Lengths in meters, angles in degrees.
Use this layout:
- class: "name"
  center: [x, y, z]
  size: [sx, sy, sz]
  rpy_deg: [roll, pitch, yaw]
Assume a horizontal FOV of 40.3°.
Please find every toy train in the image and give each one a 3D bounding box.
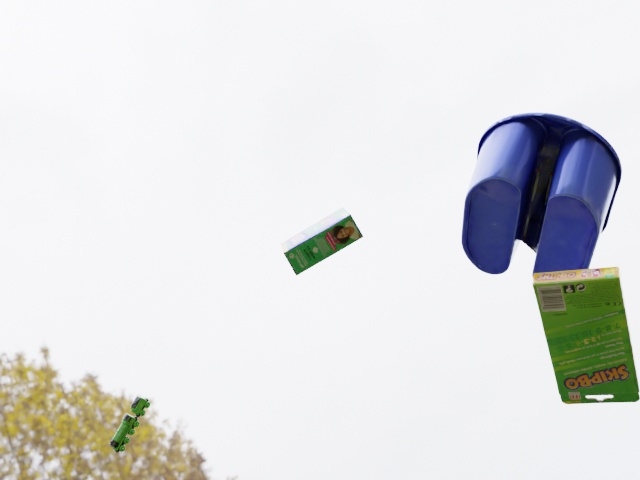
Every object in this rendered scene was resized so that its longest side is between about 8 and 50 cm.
- class: "toy train"
  center: [-0.263, 0.251, 1.196]
  size: [0.024, 0.017, 0.083]
  rpy_deg: [43, -110, -43]

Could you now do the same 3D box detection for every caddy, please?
- class: "caddy"
  center: [0.372, -0.071, 1.488]
  size: [0.341, 0.241, 0.179]
  rpy_deg: [83, -152, -54]

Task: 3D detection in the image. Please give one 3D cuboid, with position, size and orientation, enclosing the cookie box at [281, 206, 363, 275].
- class: "cookie box"
  center: [0.000, 0.000, 1.226]
  size: [0.107, 0.092, 0.040]
  rpy_deg: [-31, -80, 0]

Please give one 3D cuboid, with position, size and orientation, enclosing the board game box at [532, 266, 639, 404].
- class: "board game box"
  center: [0.412, 0.153, 1.338]
  size: [0.124, 0.039, 0.259]
  rpy_deg: [-6, -58, 23]
